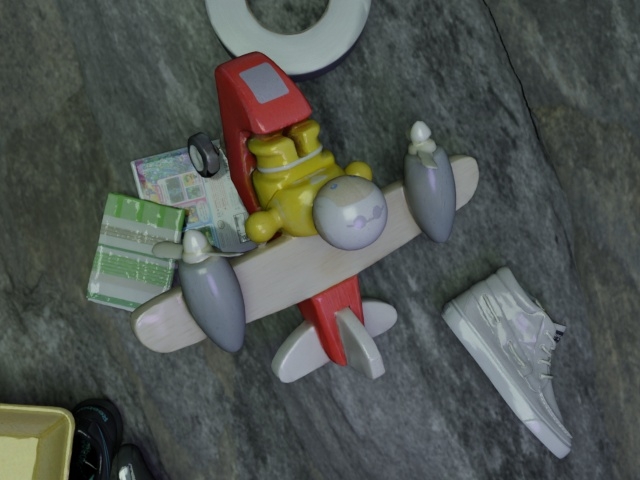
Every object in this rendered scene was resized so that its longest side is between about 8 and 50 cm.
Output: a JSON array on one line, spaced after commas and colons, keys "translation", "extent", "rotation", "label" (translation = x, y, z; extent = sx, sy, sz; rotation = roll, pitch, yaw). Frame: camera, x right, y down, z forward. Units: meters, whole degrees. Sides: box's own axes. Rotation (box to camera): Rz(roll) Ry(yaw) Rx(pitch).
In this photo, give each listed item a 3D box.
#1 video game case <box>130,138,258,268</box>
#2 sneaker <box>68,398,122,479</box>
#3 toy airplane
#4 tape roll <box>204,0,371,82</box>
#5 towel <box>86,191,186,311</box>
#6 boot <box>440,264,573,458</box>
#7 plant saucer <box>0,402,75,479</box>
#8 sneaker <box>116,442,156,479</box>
[{"translation": [-0.170, -0.049, 1.203], "extent": [0.143, 0.019, 0.157], "rotation": [-14, 93, -1], "label": "video game case"}, {"translation": [-0.331, 0.346, 1.167], "extent": [0.101, 0.106, 0.268], "rotation": [8, 93, -3], "label": "sneaker"}, {"translation": [0.000, 0.000, 1.081], "extent": [0.384, 0.272, 0.386], "rotation": [24, 77, -21], "label": "toy airplane"}, {"translation": [-0.043, -0.324, 1.173], "extent": [0.219, 0.072, 0.219], "rotation": [0, 91, -2], "label": "tape roll"}, {"translation": [-0.247, 0.020, 1.190], "extent": [0.113, 0.023, 0.152], "rotation": [14, 94, 5], "label": "towel"}, {"translation": [0.285, 0.159, 1.181], "extent": [0.123, 0.095, 0.258], "rotation": [-38, 91, 7], "label": "boot"}, {"translation": [-0.485, 0.357, 1.087], "extent": [0.332, 0.081, 0.333], "rotation": [6, 86, -9], "label": "plant saucer"}, {"translation": [-0.189, 0.366, 1.189], "extent": [0.132, 0.086, 0.229], "rotation": [-14, 102, -6], "label": "sneaker"}]
